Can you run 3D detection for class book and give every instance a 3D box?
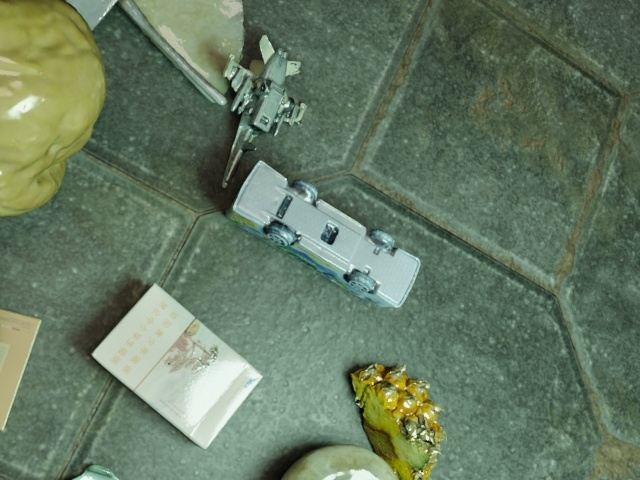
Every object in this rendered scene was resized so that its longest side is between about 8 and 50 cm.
[{"bbox_3d":[-0.501,0.184,1.067,0.118,0.012,0.172,19,75,-17],"label":"book"}]

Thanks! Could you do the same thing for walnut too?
[{"bbox_3d":[-0.468,-0.204,0.948,0.383,0.383,0.384,3,80,-20],"label":"walnut"}]

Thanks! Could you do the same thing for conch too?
[{"bbox_3d":[-0.348,0.388,1.072,0.180,0.088,0.065,25,117,-22],"label":"conch"}]

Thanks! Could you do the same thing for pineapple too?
[{"bbox_3d":[0.171,0.312,1.222,0.139,0.164,0.250,-21,86,-30],"label":"pineapple"}]

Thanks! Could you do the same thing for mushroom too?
[{"bbox_3d":[0.044,0.443,1.115,0.243,0.243,0.244,3,80,-20],"label":"mushroom"}]

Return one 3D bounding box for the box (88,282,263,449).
[{"bbox_3d":[-0.226,0.199,1.139,0.233,0.067,0.149,43,72,-9],"label":"box"}]

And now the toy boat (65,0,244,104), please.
[{"bbox_3d":[-0.250,-0.411,1.218,0.293,0.111,0.276,28,73,-27],"label":"toy boat"}]

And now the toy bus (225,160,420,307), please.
[{"bbox_3d":[0.000,0.000,1.216,0.329,0.136,0.109,32,71,-13],"label":"toy bus"}]

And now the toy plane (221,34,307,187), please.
[{"bbox_3d":[-0.108,-0.211,1.239,0.192,0.088,0.262,25,76,-43],"label":"toy plane"}]
